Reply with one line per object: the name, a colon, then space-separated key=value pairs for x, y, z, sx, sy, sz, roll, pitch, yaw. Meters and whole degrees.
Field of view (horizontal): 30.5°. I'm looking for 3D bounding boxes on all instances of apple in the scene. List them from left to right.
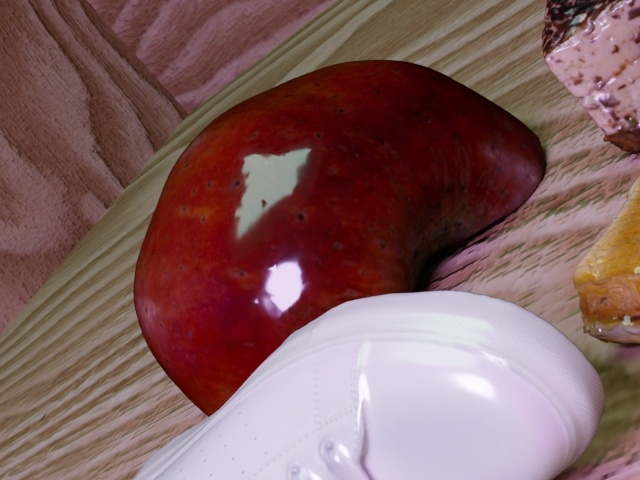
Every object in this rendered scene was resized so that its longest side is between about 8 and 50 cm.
apple: x=0.000 y=0.000 z=0.999 sx=0.328 sy=0.295 sz=0.365 roll=-7 pitch=3 yaw=-22

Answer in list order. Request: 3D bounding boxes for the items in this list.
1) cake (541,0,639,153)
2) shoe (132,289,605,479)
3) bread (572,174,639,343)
cake: x=0.264 y=-0.151 z=0.767 sx=0.246 sy=0.112 sz=0.135 roll=-15 pitch=40 yaw=46
shoe: x=-0.023 y=0.152 z=0.597 sx=0.363 sy=0.132 sz=0.160 roll=-34 pitch=15 yaw=43
bread: x=0.190 y=-0.001 z=0.634 sx=0.074 sy=0.053 sz=0.132 roll=-17 pitch=28 yaw=49
